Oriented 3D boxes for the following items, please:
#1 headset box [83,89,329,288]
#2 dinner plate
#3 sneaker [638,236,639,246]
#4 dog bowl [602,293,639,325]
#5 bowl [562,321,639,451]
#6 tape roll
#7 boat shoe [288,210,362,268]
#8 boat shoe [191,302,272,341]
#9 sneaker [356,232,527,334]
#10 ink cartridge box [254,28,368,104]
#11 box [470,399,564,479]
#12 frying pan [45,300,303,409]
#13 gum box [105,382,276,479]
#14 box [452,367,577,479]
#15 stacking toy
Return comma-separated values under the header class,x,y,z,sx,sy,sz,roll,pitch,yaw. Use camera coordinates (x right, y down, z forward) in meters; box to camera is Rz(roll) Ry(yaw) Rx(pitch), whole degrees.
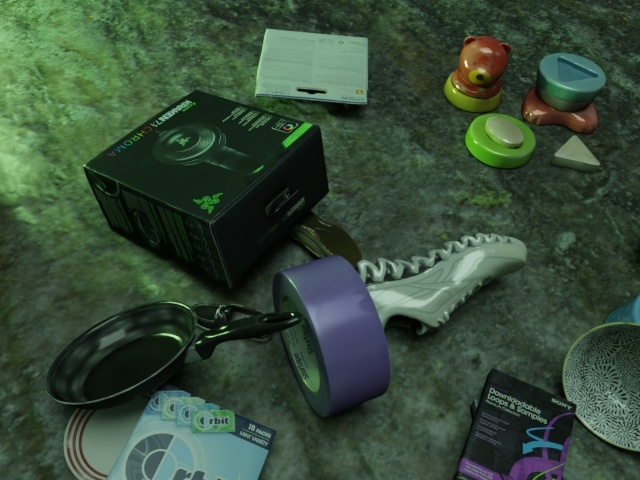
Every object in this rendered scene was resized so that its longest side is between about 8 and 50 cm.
class,x,y,z,sx,sy,sz,roll,pitch,yaw
headset box,-0.158,-0.088,0.913,0.283,0.131,0.246,23,52,30
dinner plate,-0.243,0.240,0.747,0.141,0.017,0.141,3,51,-4
sneaker,0.701,-0.045,0.995,0.385,0.145,0.147,-19,55,-18
dog bowl,0.557,0.115,0.895,0.297,0.074,0.166,-28,59,-24
bowl,0.417,0.181,0.793,0.170,0.170,0.080,43,32,25
tape roll,0.008,0.119,0.761,0.080,0.189,0.189,-15,54,-18
boat shoe,-0.002,0.001,0.955,0.153,0.048,0.056,34,50,13
boat shoe,-0.127,0.109,0.851,0.125,0.038,0.046,17,51,8
sneaker,0.171,0.072,0.879,0.292,0.110,0.118,-15,61,-7
ink cartridge box,-0.014,-0.340,1.223,0.223,0.045,0.224,5,52,-1
box,0.250,0.271,0.766,0.094,0.027,0.137,1,51,-3
frying pan,-0.185,0.122,0.766,0.326,0.053,0.197,-19,26,-3
gum box,-0.157,0.277,0.693,0.157,0.041,0.184,23,52,0
box,0.243,0.250,0.745,0.116,0.029,0.162,22,52,12
stacking toy,0.411,-0.276,1.160,0.309,0.130,0.279,4,50,-2
